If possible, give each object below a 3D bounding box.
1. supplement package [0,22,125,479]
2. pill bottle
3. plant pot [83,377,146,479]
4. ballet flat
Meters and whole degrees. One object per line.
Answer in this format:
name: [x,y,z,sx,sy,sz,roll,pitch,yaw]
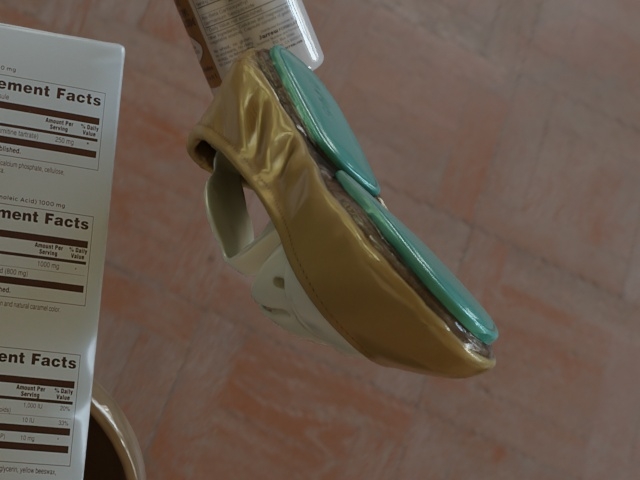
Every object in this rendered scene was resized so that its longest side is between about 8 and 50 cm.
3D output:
supplement package: [-0.188,0.022,0.654,0.149,0.194,0.203,8,80,-22]
pill bottle: [-0.095,-0.275,1.652,0.131,0.131,0.229,-29,104,-33]
plant pot: [-0.240,0.160,1.148,0.237,0.237,0.110,27,25,-6]
ballet flat: [0.000,0.000,0.604,0.080,0.073,0.232,41,11,-32]
